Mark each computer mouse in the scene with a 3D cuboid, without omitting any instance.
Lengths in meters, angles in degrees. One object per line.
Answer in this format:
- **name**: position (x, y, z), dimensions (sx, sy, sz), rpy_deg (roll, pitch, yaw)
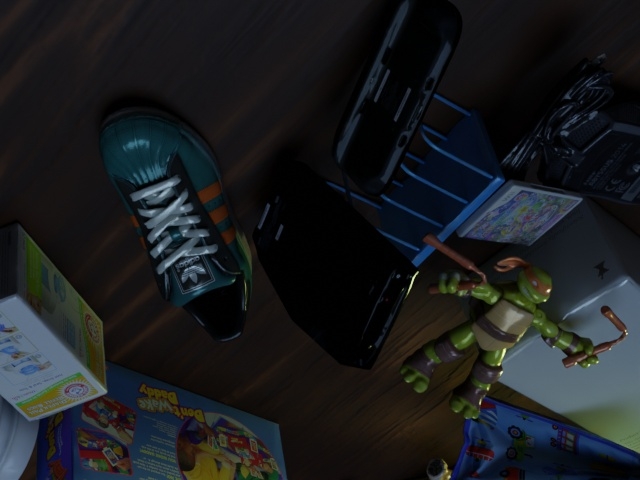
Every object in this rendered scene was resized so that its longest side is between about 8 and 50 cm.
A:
- **computer mouse**: position (0.314, -0.111, 1.154), dimensions (0.272, 0.072, 0.188), rpy_deg (8, 134, -34)

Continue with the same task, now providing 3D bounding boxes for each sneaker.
- **sneaker**: position (-0.140, -0.009, 1.130), dimensions (0.108, 0.121, 0.302), rpy_deg (-20, 136, 7)

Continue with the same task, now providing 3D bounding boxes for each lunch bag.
- **lunch bag**: position (0.350, 0.306, 1.408), dimensions (0.293, 0.138, 0.221), rpy_deg (4, 161, 27)

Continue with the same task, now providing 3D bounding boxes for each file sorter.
- **file sorter**: position (0.090, -0.065, 1.131), dimensions (0.104, 0.118, 0.170), rpy_deg (24, 125, -29)

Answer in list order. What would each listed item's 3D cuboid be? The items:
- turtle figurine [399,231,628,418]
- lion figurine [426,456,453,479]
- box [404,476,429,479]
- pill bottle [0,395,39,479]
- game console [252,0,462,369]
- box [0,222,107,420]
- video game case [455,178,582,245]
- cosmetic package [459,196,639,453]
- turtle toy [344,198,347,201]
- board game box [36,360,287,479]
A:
- **turtle figurine**: position (0.183, 0.091, 1.183), dimensions (0.269, 0.087, 0.217), rpy_deg (24, 124, -20)
- **lion figurine**: position (0.169, 0.452, 1.660), dimensions (0.392, 0.142, 0.240), rpy_deg (-23, 144, 29)
- **box**: position (0.231, 0.428, 1.741), dimensions (0.201, 0.021, 0.164), rpy_deg (-8, 136, -6)
- **pill bottle**: position (-0.495, 0.191, 1.208), dimensions (0.323, 0.181, 0.181), rpy_deg (25, 125, -33)
- **game console**: position (0.048, -0.068, 1.045), dimensions (0.044, 0.213, 0.361), rpy_deg (4, 120, -40)
- **box**: position (-0.334, 0.096, 1.197), dimensions (0.103, 0.114, 0.203), rpy_deg (-21, 136, 6)
- **video game case**: position (0.212, -0.028, 1.130), dimensions (0.122, 0.011, 0.087), rpy_deg (7, 139, -42)
- **cosmetic package**: position (0.382, 0.125, 1.371), dimensions (0.217, 0.156, 0.385), rpy_deg (-38, 130, 24)
- **turtle toy**: position (0.000, 0.000, 1.212), dimensions (0.130, 0.066, 0.095), rpy_deg (11, 132, -23)
- **board game box**: position (-0.191, 0.300, 1.356), dimensions (0.347, 0.233, 0.078), rpy_deg (28, 123, -34)
